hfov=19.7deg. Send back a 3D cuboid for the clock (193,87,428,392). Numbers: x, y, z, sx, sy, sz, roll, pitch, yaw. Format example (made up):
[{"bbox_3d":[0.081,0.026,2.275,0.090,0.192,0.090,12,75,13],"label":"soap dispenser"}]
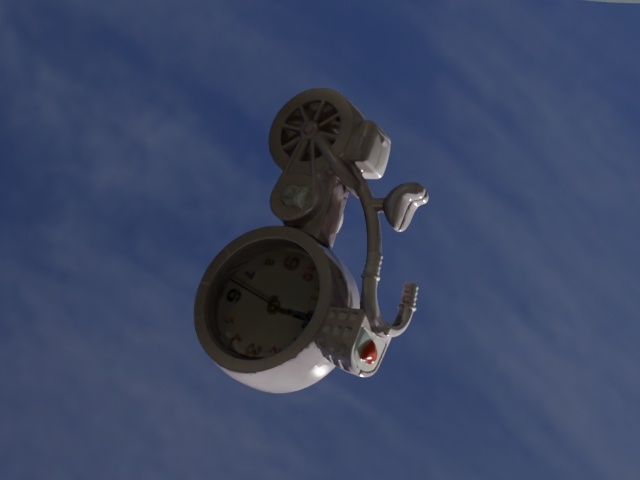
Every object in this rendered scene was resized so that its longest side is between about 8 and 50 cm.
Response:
[{"bbox_3d":[0.000,0.000,0.752,0.041,0.087,0.129,40,-119,-53],"label":"clock"}]

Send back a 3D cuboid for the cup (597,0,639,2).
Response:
[{"bbox_3d":[0.084,-0.227,0.455,0.206,0.312,0.205,-5,-146,3],"label":"cup"}]
